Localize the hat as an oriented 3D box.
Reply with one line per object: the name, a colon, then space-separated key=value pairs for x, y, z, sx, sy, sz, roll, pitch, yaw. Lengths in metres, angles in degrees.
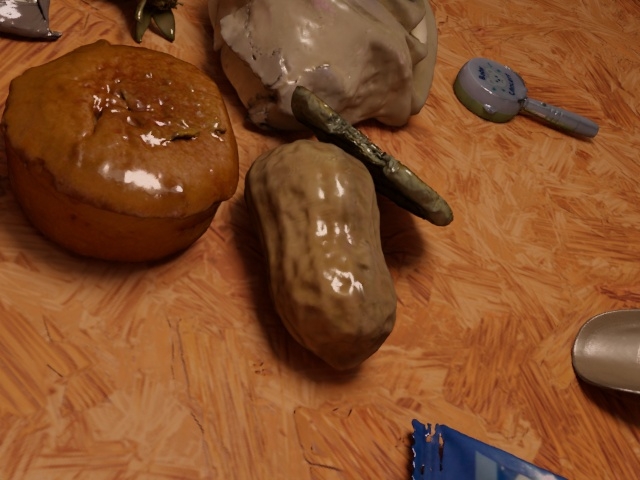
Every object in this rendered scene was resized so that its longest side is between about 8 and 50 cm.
hat: x=0.411 y=0.168 z=1.164 sx=0.173 sy=0.144 sz=0.166 roll=-12 pitch=41 yaw=18

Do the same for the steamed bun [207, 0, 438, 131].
steamed bun: x=0.024 y=-0.317 z=1.281 sx=0.346 sy=0.237 sz=0.394 roll=26 pitch=40 yaw=-6

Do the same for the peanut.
peanut: x=0.000 y=-0.008 z=1.014 sx=0.143 sy=0.159 sz=0.291 roll=-8 pitch=50 yaw=-9

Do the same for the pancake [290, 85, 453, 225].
pancake: x=0.060 y=-0.094 z=1.123 sx=0.253 sy=0.037 sz=0.253 roll=39 pitch=0 yaw=0

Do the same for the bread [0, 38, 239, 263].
bread: x=-0.212 y=-0.094 z=0.984 sx=0.268 sy=0.146 sz=0.268 roll=14 pitch=41 yaw=-13

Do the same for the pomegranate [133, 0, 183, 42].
pomegranate: x=-0.255 y=-0.371 z=1.263 sx=0.156 sy=0.156 sz=0.220 roll=0 pitch=80 yaw=-31

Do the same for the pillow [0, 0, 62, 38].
pillow: x=-0.412 y=-0.354 z=1.196 sx=0.169 sy=0.059 sz=0.255 roll=7 pitch=46 yaw=-22

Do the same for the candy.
candy: x=0.232 y=0.296 z=0.904 sx=0.331 sy=0.077 sz=0.187 roll=26 pitch=33 yaw=-7

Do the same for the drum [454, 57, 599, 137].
drum: x=0.332 y=-0.210 z=1.503 sx=0.253 sy=0.049 sz=0.130 roll=28 pitch=40 yaw=-2
